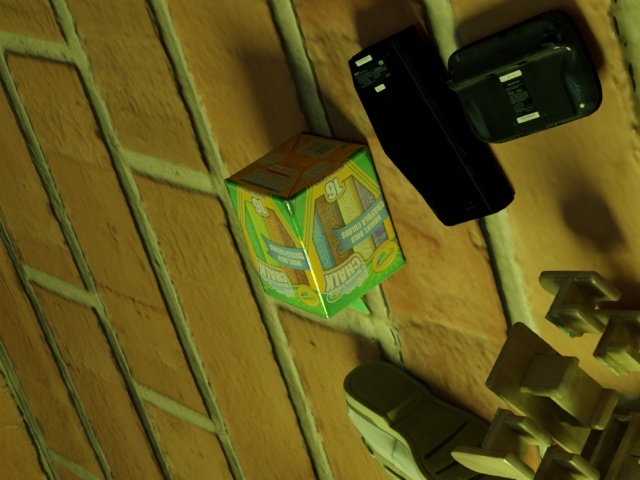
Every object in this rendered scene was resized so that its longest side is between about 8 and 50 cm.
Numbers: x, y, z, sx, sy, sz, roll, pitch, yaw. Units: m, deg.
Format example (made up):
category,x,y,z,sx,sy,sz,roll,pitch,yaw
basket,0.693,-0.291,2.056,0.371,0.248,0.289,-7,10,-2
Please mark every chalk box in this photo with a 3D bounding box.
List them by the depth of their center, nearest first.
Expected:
category,x,y,z,sx,sy,sz,roll,pitch,yaw
chalk box,0.000,0.000,1.970,0.132,0.132,0.213,17,133,50

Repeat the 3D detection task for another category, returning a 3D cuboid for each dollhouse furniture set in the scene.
category,x,y,z,sx,sy,sz,roll,pitch,yaw
dollhouse furniture set,0.248,0.176,1.697,0.242,0.212,0.161,39,159,-28

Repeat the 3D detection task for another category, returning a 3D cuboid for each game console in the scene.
category,x,y,z,sx,sy,sz,roll,pitch,yaw
game console,0.163,-0.130,1.680,0.213,0.044,0.361,59,152,-9

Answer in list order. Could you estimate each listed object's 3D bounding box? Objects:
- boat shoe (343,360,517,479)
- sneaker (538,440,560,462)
category,x,y,z,sx,sy,sz,roll,pitch,yaw
boat shoe,0.142,0.266,2.064,0.302,0.113,0.103,43,152,44
sneaker,0.282,0.294,1.890,0.092,0.088,0.225,28,136,60
